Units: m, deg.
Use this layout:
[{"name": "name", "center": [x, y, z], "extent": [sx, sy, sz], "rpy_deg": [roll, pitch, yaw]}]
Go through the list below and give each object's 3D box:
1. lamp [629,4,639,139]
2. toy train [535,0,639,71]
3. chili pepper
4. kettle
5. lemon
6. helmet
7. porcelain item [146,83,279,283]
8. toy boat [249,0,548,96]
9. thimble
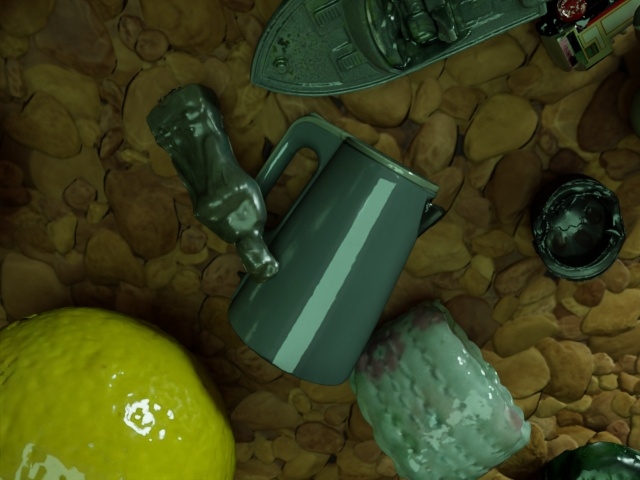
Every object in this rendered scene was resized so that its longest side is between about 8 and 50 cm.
[{"name": "lamp", "center": [0.353, -0.169, 0.549], "extent": [0.091, 0.091, 0.163], "rpy_deg": [-31, 116, 11]}, {"name": "toy train", "center": [0.292, -0.242, 0.552], "extent": [0.138, 0.050, 0.087], "rpy_deg": [-35, 111, 11]}, {"name": "chili pepper", "center": [0.349, 0.369, 0.759], "extent": [0.148, 0.116, 0.264], "rpy_deg": [41, 105, -2]}, {"name": "kettle", "center": [0.000, 0.000, 0.610], "extent": [0.210, 0.160, 0.243], "rpy_deg": [33, 102, 19]}, {"name": "lemon", "center": [-0.257, 0.236, 0.602], "extent": [0.335, 0.336, 0.336], "rpy_deg": [0, 111, 0]}, {"name": "helmet", "center": [0.289, -0.022, 0.622], "extent": [0.098, 0.070, 0.123], "rpy_deg": [-12, 117, 11]}, {"name": "porcelain item", "center": [-0.106, -0.051, 0.565], "extent": [0.081, 0.069, 0.216], "rpy_deg": [-29, 80, 17]}, {"name": "toy boat", "center": [0.070, -0.223, 0.525], "extent": [0.319, 0.092, 0.141], "rpy_deg": [-20, 137, 16]}, {"name": "thimble", "center": [0.135, 0.183, 0.649], "extent": [0.149, 0.185, 0.211], "rpy_deg": [-38, 72, 11]}]
